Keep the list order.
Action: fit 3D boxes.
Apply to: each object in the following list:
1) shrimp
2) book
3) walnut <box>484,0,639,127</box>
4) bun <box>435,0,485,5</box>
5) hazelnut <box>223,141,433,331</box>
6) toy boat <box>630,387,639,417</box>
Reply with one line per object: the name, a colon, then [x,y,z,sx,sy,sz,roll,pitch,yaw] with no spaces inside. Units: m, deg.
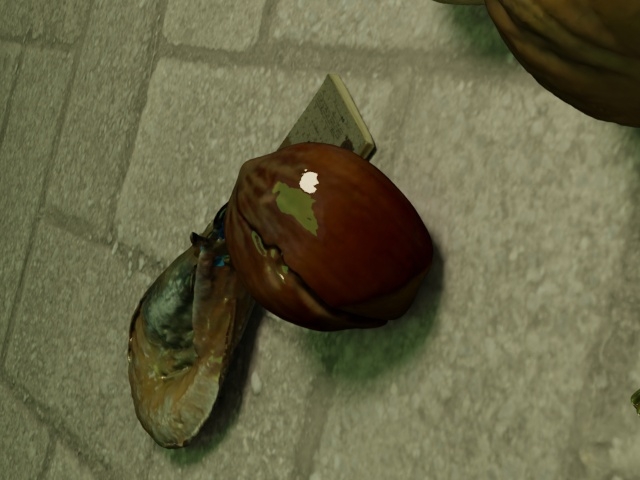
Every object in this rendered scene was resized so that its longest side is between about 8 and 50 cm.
shrimp: [-0.150,0.100,1.276,0.446,0.110,0.221,-56,43,38]
book: [-0.014,-0.087,1.227,0.199,0.016,0.138,-53,42,30]
walnut: [0.244,-0.242,0.710,0.333,0.332,0.333,-21,64,49]
bun: [0.159,-0.311,0.984,0.222,0.127,0.222,-17,49,21]
hazelnut: [-0.001,0.002,1.042,0.212,0.180,0.181,-37,50,41]
toy boat: [0.288,0.108,0.761,0.115,0.016,0.063,-52,44,30]
